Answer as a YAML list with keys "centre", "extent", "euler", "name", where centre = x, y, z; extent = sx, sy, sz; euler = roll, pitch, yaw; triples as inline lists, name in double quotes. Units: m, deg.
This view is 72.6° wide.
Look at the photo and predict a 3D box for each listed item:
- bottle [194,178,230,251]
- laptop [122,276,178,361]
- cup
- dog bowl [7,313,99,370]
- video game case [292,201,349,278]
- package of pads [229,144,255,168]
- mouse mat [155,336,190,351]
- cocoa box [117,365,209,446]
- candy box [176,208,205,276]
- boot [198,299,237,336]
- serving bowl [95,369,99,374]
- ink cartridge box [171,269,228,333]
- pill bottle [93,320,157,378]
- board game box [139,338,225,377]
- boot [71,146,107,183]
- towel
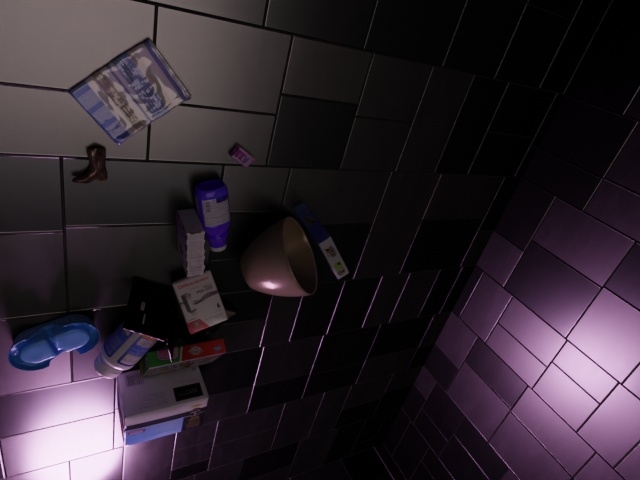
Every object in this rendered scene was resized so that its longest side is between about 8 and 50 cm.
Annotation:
- centre: [-0.398, -0.087, 1.635]
  extent: [0.118, 0.092, 0.282]
  euler: [-19, 132, -26]
  name: "bottle"
- centre: [-0.648, 0.308, 1.692]
  extent: [0.265, 0.234, 0.137]
  euler: [30, 124, -35]
  name: "laptop"
- centre: [-0.184, 0.095, 1.793]
  extent: [0.237, 0.330, 0.331]
  euler: [-18, 137, 15]
  name: "cup"
- centre: [-0.988, 0.372, 1.622]
  extent: [0.298, 0.074, 0.165]
  euler: [-21, 132, -19]
  name: "dog bowl"
- centre: [0.000, 0.000, 1.834]
  extent: [0.061, 0.269, 0.244]
  euler: [-32, 134, -5]
  name: "video game case"
- centre: [-0.284, -0.305, 1.583]
  extent: [0.050, 0.032, 0.083]
  euler: [-49, 135, 5]
  name: "package of pads"
- centre: [-0.663, 0.527, 2.001]
  extent: [0.153, 0.007, 0.189]
  euler: [-30, 134, -10]
  name: "mouse mat"
- centre: [-0.713, 0.722, 1.956]
  extent: [0.348, 0.231, 0.227]
  euler: [-4, 129, -31]
  name: "cocoa box"
- centre: [-0.478, 0.008, 1.605]
  extent: [0.070, 0.164, 0.196]
  euler: [-9, 128, -27]
  name: "candy box"
- centre: [-0.502, 0.331, 1.899]
  extent: [0.237, 0.085, 0.178]
  euler: [28, 109, -42]
  name: "boot"
- centre: [-0.905, 0.544, 1.841]
  extent: [0.084, 0.027, 0.083]
  euler: [-17, 132, -21]
  name: "serving bowl"
- centre: [-0.486, 0.243, 1.757]
  extent: [0.159, 0.092, 0.217]
  euler: [-21, 92, -19]
  name: "ink cartridge box"
- centre: [-0.771, 0.417, 1.743]
  extent: [0.272, 0.152, 0.152]
  euler: [-45, 135, 7]
  name: "pill bottle"
- centre: [-0.602, 0.511, 1.892]
  extent: [0.317, 0.064, 0.242]
  euler: [-4, 158, -32]
  name: "board game box"
- centre: [-0.718, -0.236, 1.350]
  extent: [0.107, 0.037, 0.114]
  euler: [-19, 136, -38]
  name: "boot"
- centre: [-0.558, -0.437, 1.303]
  extent: [0.285, 0.034, 0.209]
  euler: [-35, 134, -5]
  name: "towel"
